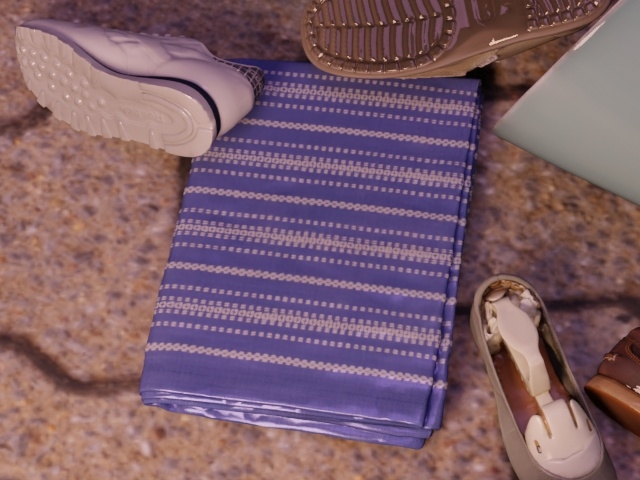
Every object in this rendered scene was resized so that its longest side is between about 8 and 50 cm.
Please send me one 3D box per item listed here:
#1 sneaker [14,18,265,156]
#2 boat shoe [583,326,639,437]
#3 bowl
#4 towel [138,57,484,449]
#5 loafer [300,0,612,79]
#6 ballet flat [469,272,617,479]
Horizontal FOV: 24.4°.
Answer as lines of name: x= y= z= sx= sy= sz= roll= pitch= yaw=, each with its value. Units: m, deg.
sneaker: x=-0.161 y=-0.143 z=1.272 sx=0.235 sy=0.090 sz=0.095 roll=23 pitch=49 yaw=25
boat shoe: x=0.298 y=0.141 z=1.095 sx=0.207 sy=0.073 sz=0.073 roll=38 pitch=73 yaw=20
bowl: x=0.297 y=-0.139 z=1.141 sx=0.163 sy=0.311 sz=0.311 roll=45 pitch=73 yaw=1
towel: x=0.000 y=0.000 z=1.217 sx=0.243 sy=0.040 sz=0.336 roll=6 pitch=62 yaw=9
loafer: x=0.116 y=-0.184 z=1.242 sx=0.268 sy=0.092 sz=0.102 roll=-6 pitch=82 yaw=17
ballet flat: x=0.165 y=0.121 z=1.118 sx=0.072 sy=0.068 sz=0.213 roll=-19 pitch=63 yaw=-5
